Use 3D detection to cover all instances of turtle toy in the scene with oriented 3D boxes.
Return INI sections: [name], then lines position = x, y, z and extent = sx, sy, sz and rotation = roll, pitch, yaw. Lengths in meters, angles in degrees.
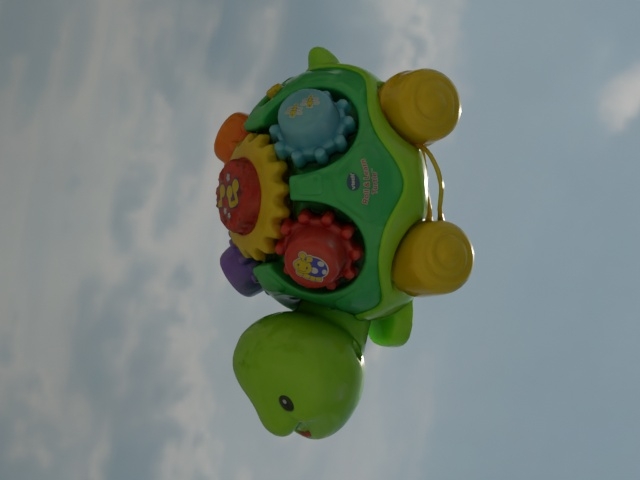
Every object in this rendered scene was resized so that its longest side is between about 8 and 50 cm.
[turtle toy]
position = 0.000, 0.000, 0.570
extent = 0.095, 0.066, 0.130
rotation = -12, -100, 61
